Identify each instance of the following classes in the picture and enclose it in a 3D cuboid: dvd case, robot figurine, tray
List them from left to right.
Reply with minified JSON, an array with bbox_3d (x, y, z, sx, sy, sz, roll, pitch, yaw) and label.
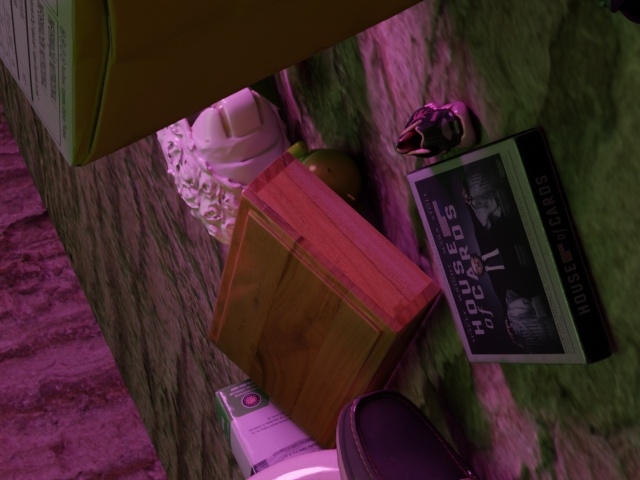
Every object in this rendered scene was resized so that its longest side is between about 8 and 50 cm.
[{"bbox_3d":[-0.012,0.082,1.577,0.203,0.076,0.411,42,158,10],"label":"tray"},{"bbox_3d":[0.001,-0.060,1.512,0.101,0.067,0.115,47,168,-17],"label":"robot figurine"},{"bbox_3d":[0.146,0.013,1.200,0.238,0.029,0.179,164,87,-73],"label":"dvd case"}]

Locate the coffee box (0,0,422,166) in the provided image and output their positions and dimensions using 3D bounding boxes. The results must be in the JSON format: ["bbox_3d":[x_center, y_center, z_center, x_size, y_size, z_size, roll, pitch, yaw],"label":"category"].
[{"bbox_3d":[-0.105,-0.315,1.018,0.334,0.337,0.338,56,160,16],"label":"coffee box"}]

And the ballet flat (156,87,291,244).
[{"bbox_3d":[-0.124,-0.180,1.644,0.147,0.147,0.409,148,102,-73],"label":"ballet flat"}]

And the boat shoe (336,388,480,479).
[{"bbox_3d":[0.141,0.280,1.392,0.355,0.132,0.130,56,148,20],"label":"boat shoe"}]

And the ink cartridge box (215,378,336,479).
[{"bbox_3d":[-0.018,0.257,1.782,0.087,0.153,0.208,95,152,-56],"label":"ink cartridge box"}]

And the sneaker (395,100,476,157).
[{"bbox_3d":[0.084,-0.087,1.237,0.047,0.057,0.119,69,165,-2],"label":"sneaker"}]

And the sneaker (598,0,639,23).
[{"bbox_3d":[0.154,-0.174,0.879,0.223,0.083,0.098,31,143,64],"label":"sneaker"}]

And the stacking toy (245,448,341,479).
[{"bbox_3d":[0.055,0.459,1.664,0.351,0.350,0.480,62,179,28],"label":"stacking toy"}]

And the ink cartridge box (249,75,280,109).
[{"bbox_3d":[-0.102,-0.276,1.490,0.255,0.097,0.189,33,-147,-47],"label":"ink cartridge box"}]
